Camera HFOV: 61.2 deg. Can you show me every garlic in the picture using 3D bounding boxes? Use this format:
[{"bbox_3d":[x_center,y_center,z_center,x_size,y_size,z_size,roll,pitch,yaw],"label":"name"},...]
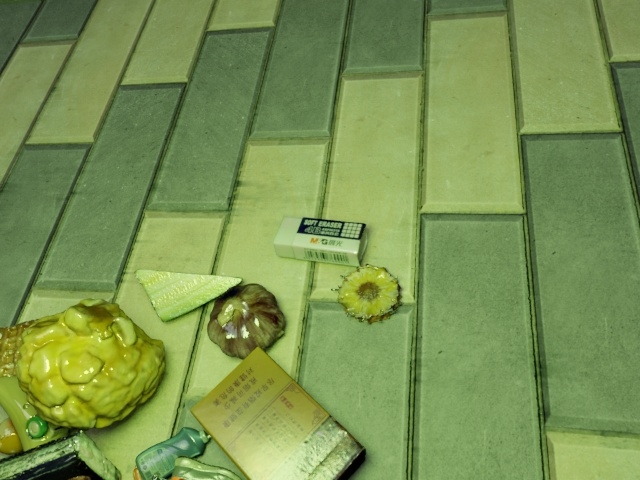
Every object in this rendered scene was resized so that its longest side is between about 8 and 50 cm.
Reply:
[{"bbox_3d":[-0.228,0.227,1.615,0.245,0.160,0.245,-7,48,8],"label":"garlic"}]

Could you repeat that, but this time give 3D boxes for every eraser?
[{"bbox_3d":[0.000,0.000,1.738,0.287,0.086,0.130,6,49,17],"label":"eraser"}]

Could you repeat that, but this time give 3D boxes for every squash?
[{"bbox_3d":[-0.415,0.119,1.742,0.288,0.111,0.203,-31,85,-2],"label":"squash"}]

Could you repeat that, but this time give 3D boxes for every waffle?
[{"bbox_3d":[-0.901,0.353,1.715,0.308,0.091,0.213,-13,57,2],"label":"waffle"}]

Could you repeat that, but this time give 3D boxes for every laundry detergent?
[{"bbox_3d":[-0.397,0.582,1.488,0.206,0.061,0.097,-29,65,-7],"label":"laundry detergent"}]

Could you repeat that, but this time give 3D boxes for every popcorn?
[{"bbox_3d":[-0.639,0.343,1.493,0.344,0.390,0.354,-3,48,29],"label":"popcorn"}]

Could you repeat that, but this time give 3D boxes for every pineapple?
[{"bbox_3d":[0.143,0.163,1.650,0.221,0.047,0.221,-5,55,7],"label":"pineapple"}]

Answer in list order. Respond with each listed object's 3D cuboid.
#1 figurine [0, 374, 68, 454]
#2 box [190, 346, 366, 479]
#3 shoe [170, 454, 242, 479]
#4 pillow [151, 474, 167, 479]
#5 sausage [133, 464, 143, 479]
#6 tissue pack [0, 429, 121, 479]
[{"bbox_3d":[-0.852,0.531,1.559,0.324,0.124,0.222,41,103,15],"label":"figurine"},{"bbox_3d":[-0.113,0.515,1.425,0.415,0.116,0.264,37,65,26],"label":"box"},{"bbox_3d":[-0.299,0.630,1.412,0.194,0.074,0.077,18,48,4],"label":"shoe"},{"bbox_3d":[-0.363,0.708,1.405,0.208,0.055,0.141,11,74,12],"label":"pillow"},{"bbox_3d":[-0.489,0.664,1.475,0.031,0.031,0.107,-28,57,-6],"label":"sausage"},{"bbox_3d":[-0.720,0.645,1.410,0.332,0.245,0.123,-20,39,-1],"label":"tissue pack"}]
